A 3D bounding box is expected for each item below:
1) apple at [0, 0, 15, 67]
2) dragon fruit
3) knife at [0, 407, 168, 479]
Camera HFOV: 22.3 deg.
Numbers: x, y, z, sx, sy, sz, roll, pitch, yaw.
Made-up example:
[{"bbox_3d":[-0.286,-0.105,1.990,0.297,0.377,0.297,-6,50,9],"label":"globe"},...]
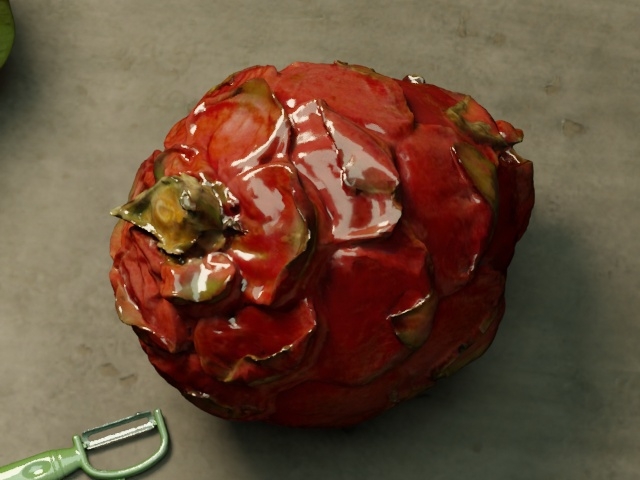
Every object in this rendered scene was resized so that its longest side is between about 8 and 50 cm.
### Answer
[{"bbox_3d":[-0.359,-0.186,1.290,0.226,0.246,0.246,-12,65,-22],"label":"apple"},{"bbox_3d":[0.000,0.000,1.189,0.342,0.277,0.277,1,57,-43],"label":"dragon fruit"},{"bbox_3d":[-0.216,0.185,1.241,0.212,0.015,0.054,-17,74,-9],"label":"knife"}]
